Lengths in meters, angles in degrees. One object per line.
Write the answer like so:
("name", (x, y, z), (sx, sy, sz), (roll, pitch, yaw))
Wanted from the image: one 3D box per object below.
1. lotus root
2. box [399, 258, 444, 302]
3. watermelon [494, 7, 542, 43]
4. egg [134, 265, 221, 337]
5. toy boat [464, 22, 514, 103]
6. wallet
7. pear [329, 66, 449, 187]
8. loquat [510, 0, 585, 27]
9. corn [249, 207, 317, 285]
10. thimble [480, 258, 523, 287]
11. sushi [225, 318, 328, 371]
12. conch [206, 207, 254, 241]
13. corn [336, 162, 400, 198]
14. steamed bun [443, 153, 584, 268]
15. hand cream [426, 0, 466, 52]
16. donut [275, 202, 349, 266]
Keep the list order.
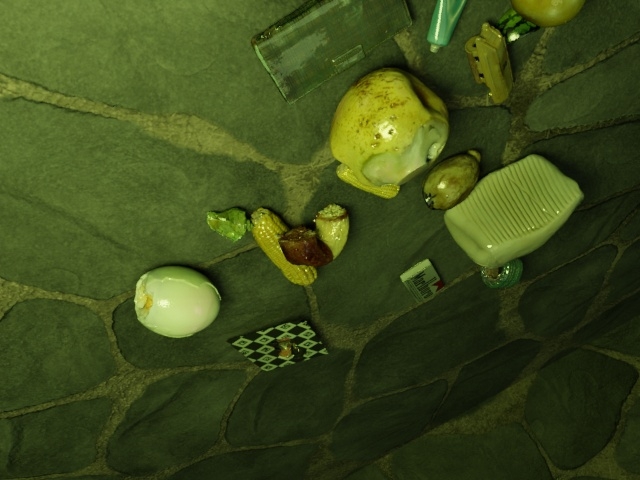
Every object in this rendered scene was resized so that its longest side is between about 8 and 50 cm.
("lotus root", (0.368, -0.170, 1.512), (0.214, 0.138, 0.138), (-46, 138, 3))
("box", (0.353, 0.141, 1.890), (0.115, 0.036, 0.177), (-33, 139, 6))
("watermelon", (0.475, -0.494, 1.267), (0.163, 0.069, 0.087), (-28, 139, 3))
("egg", (-0.355, 0.156, 1.401), (0.217, 0.183, 0.183), (5, 130, -37))
("toy boat", (0.402, -0.414, 1.302), (0.068, 0.088, 0.226), (-62, 143, -16))
("wallet", (0.027, -0.424, 1.113), (0.317, 0.044, 0.169), (-33, 136, 3))
("pear", (0.150, -0.248, 1.234), (0.271, 0.271, 0.271), (-16, 138, -14))
("loquat", (0.477, -0.535, 1.161), (0.195, 0.152, 0.152), (0, 133, -24))
("corn", (-0.098, 0.025, 1.468), (0.102, 0.102, 0.313), (-32, 140, 5))
("thimble", (0.646, 0.106, 1.952), (0.090, 0.118, 0.135), (4, 131, -33))
("sushi", (-0.132, 0.332, 1.813), (0.264, 0.050, 0.290), (-18, 143, 10))
("conch", (-0.223, -0.039, 1.352), (0.121, 0.074, 0.089), (10, 110, -5))
("corn", (0.128, -0.161, 1.425), (0.203, 0.072, 0.072), (15, 124, -38))
("steamed bun", (0.562, -0.063, 1.626), (0.384, 0.247, 0.236), (-33, 153, -11))
("hand cream", (0.282, -0.514, 1.167), (0.083, 0.048, 0.224), (-2, 129, -24))
("donut", (0.001, -0.001, 1.429), (0.217, 0.085, 0.141), (-39, 129, -34))
